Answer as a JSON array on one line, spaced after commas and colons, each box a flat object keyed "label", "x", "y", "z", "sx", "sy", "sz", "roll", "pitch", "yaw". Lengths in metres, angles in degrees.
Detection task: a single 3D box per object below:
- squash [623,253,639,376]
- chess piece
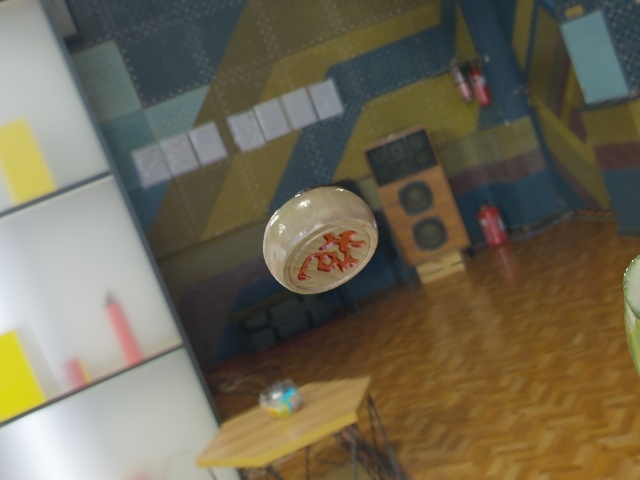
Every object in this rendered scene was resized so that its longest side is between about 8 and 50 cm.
[{"label": "squash", "x": 0.322, "y": 0.091, "z": 0.890, "sx": 0.095, "sy": 0.095, "sz": 0.188, "roll": -21, "pitch": -37, "yaw": 1}, {"label": "chess piece", "x": 0.000, "y": 0.000, "z": 0.693, "sx": 0.084, "sy": 0.083, "sz": 0.038, "roll": -21, "pitch": 51, "yaw": -18}]
